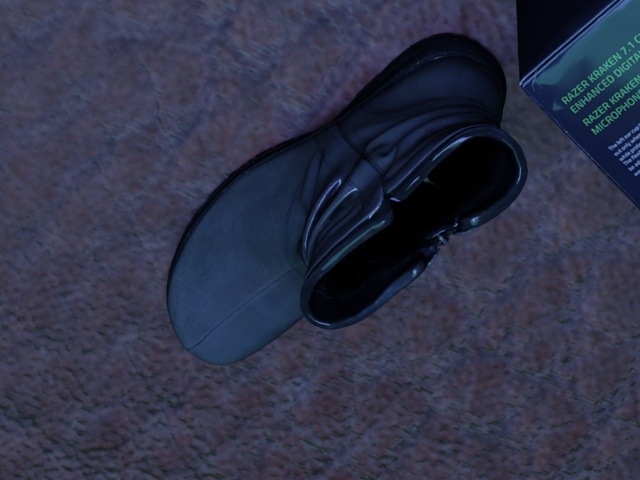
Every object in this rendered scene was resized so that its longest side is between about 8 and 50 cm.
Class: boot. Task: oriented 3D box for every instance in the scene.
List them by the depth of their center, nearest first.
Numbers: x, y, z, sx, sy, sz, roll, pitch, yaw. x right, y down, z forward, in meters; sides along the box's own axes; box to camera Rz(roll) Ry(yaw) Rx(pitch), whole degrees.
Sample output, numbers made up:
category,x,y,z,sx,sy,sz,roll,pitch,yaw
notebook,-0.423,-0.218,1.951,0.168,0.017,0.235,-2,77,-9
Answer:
category,x,y,z,sx,sy,sz,roll,pitch,yaw
boot,0.000,0.000,0.949,0.083,0.161,0.246,42,111,-14

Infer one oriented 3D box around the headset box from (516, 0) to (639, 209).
category,x,y,z,sx,sy,sz,roll,pitch,yaw
headset box,0.214,-0.072,0.854,0.283,0.246,0.131,44,111,-14
